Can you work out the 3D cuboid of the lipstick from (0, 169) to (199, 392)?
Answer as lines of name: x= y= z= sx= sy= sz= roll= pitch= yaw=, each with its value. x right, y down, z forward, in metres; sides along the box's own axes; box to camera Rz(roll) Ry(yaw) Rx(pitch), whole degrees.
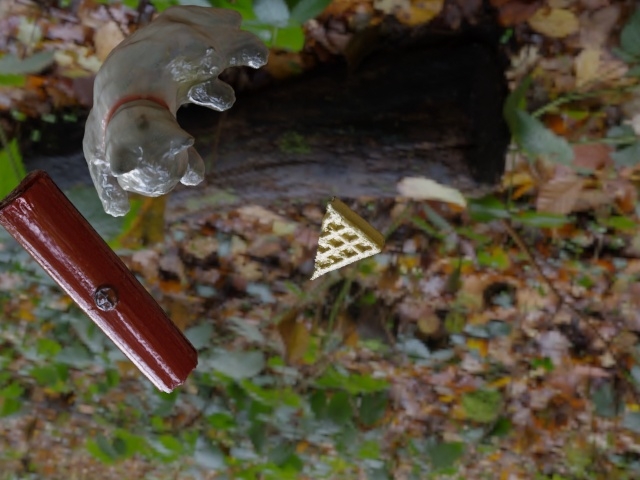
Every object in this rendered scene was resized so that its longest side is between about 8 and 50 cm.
lipstick: x=-0.239 y=0.048 z=1.086 sx=0.073 sy=0.073 sz=0.279 roll=-11 pitch=124 yaw=50

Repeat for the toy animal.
toy animal: x=-0.200 y=-0.201 z=1.414 sx=0.308 sy=0.266 sz=0.188 roll=-18 pitch=-176 yaw=-8

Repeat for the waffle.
waffle: x=0.000 y=0.000 z=1.525 sx=0.125 sy=0.032 sz=0.191 roll=37 pitch=144 yaw=-24
